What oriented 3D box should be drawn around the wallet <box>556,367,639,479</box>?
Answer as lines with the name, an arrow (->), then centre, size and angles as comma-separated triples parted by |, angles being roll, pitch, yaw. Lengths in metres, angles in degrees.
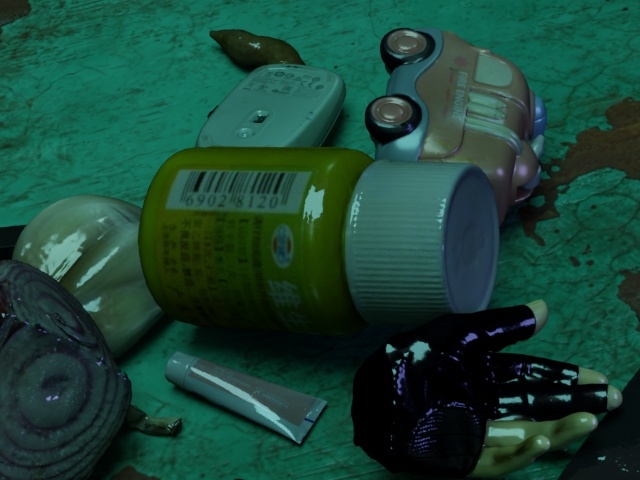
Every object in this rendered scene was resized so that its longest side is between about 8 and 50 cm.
wallet -> 0.367, 0.213, 1.596 | 0.124, 0.025, 0.244 | 23, 54, 31

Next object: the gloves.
gloves -> 0.182, 0.162, 1.595 | 0.301, 0.197, 0.152 | 2, -2, -10

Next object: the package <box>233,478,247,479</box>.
package -> -0.029, 0.337, 1.558 | 0.239, 0.030, 0.154 | 12, 50, 24

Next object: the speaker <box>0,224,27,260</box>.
speaker -> -0.407, 0.007, 1.974 | 0.191, 0.040, 0.046 | -6, 42, 8

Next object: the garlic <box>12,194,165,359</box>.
garlic -> -0.277, 0.024, 1.859 | 0.217, 0.110, 0.228 | 32, 52, 18

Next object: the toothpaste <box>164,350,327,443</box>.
toothpaste -> -0.092, 0.180, 1.730 | 0.194, 0.043, 0.067 | 20, 51, 22

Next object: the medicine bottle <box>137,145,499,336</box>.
medicine bottle -> 0.000, 0.000, 1.724 | 0.384, 0.224, 0.224 | 1, 45, 27

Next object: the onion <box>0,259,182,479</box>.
onion -> -0.363, 0.160, 1.682 | 0.256, 0.272, 0.230 | -41, 39, -19

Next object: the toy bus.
toy bus -> 0.172, -0.134, 1.882 | 0.232, 0.194, 0.288 | 8, 47, 10

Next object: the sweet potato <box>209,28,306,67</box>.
sweet potato -> -0.084, -0.277, 2.177 | 0.065, 0.051, 0.218 | -40, 51, -23

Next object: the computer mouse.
computer mouse -> -0.070, -0.141, 2.007 | 0.159, 0.097, 0.288 | 8, 37, 22
